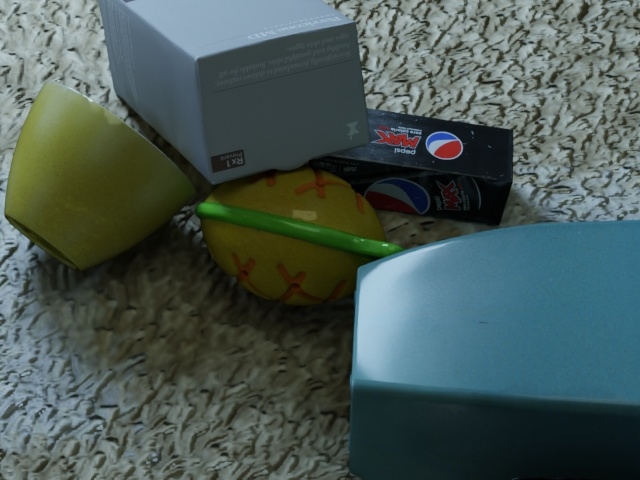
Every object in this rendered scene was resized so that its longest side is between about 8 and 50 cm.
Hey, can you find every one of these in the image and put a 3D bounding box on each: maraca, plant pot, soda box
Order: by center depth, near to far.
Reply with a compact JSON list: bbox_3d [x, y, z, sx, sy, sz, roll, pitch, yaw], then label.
[{"bbox_3d":[0.137,0.093,1.327,0.234,0.166,0.165,2,50,3],"label":"plant pot"},{"bbox_3d":[0.000,0.000,1.400,0.186,0.127,0.099,13,89,16],"label":"maraca"},{"bbox_3d":[-0.171,-0.035,1.411,0.134,0.134,0.095,33,79,17],"label":"plant pot"},{"bbox_3d":[0.060,-0.059,1.503,0.169,0.053,0.060,8,50,-2],"label":"soda box"}]

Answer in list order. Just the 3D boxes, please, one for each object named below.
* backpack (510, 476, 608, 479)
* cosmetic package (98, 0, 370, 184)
[{"bbox_3d":[0.179,0.213,1.235,0.173,0.158,0.117,7,67,14],"label":"backpack"},{"bbox_3d":[-0.068,-0.133,1.450,0.127,0.107,0.238,-16,23,-20],"label":"cosmetic package"}]
